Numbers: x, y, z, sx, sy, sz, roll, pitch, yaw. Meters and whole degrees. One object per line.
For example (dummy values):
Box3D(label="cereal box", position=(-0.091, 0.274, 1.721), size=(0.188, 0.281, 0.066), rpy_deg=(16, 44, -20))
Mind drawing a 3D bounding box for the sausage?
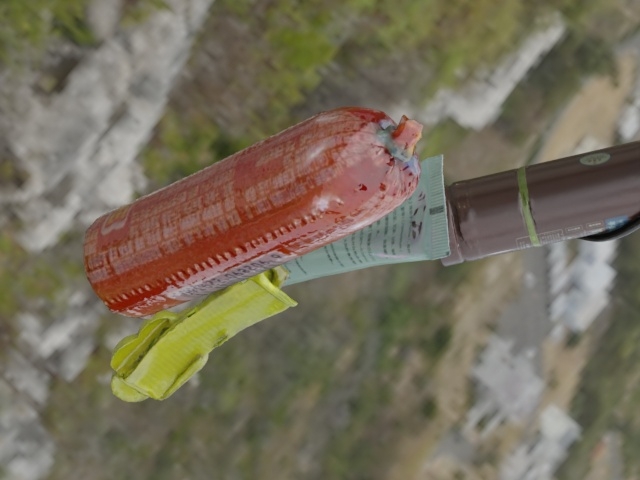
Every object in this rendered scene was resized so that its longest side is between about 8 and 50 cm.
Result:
Box3D(label="sausage", position=(-0.036, -0.019, 1.049), size=(0.074, 0.074, 0.274), rpy_deg=(-27, -176, -43))

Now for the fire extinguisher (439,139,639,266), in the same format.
Box3D(label="fire extinguisher", position=(0.297, -0.052, 2.061), size=(0.141, 0.341, 0.105), rpy_deg=(-83, 159, -68))

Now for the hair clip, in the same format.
Box3D(label="hair clip", position=(-0.101, 0.072, 1.437), size=(0.173, 0.046, 0.072), rpy_deg=(-39, 127, 21))

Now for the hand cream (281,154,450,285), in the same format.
Box3D(label="hand cream", position=(0.000, 0.000, 1.576), size=(0.058, 0.085, 0.331), rpy_deg=(8, 165, -33))
